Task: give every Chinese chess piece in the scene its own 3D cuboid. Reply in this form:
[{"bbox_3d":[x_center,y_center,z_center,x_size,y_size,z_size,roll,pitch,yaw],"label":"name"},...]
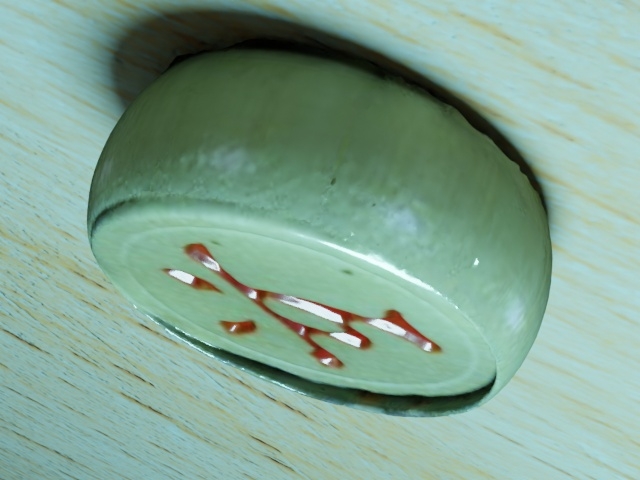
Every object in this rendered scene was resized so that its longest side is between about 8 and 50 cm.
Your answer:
[{"bbox_3d":[0.000,0.000,1.024,0.249,0.103,0.250,18,157,8],"label":"Chinese chess piece"}]
